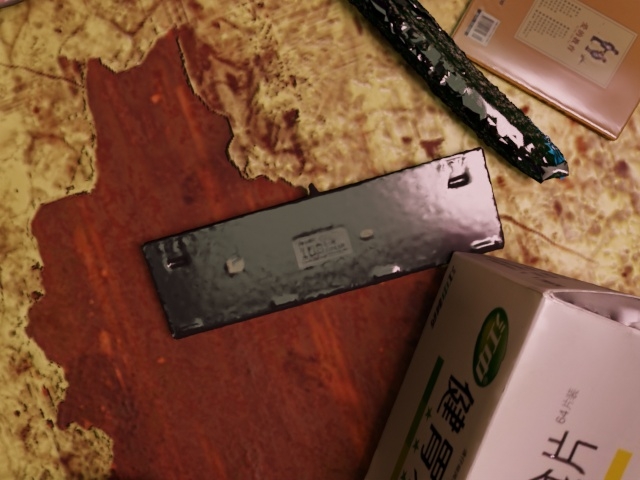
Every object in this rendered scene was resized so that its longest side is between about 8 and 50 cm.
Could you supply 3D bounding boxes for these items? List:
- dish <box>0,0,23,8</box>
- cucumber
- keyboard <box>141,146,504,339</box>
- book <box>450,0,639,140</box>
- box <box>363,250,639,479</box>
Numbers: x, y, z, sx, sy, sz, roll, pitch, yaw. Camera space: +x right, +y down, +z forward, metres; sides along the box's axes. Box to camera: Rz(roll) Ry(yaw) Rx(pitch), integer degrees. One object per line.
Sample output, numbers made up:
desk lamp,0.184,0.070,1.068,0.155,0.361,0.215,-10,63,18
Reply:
dish,-0.227,-0.299,0.508,0.212,0.077,0.151,-31,90,5
cucumber,0.115,-0.140,0.516,0.256,0.044,0.043,44,78,-2
keyboard,0.000,0.000,0.543,0.316,0.027,0.106,-15,97,5
book,0.213,-0.179,0.523,0.172,0.012,0.118,30,96,1
box,0.138,0.181,0.466,0.145,0.173,0.333,20,95,-10
